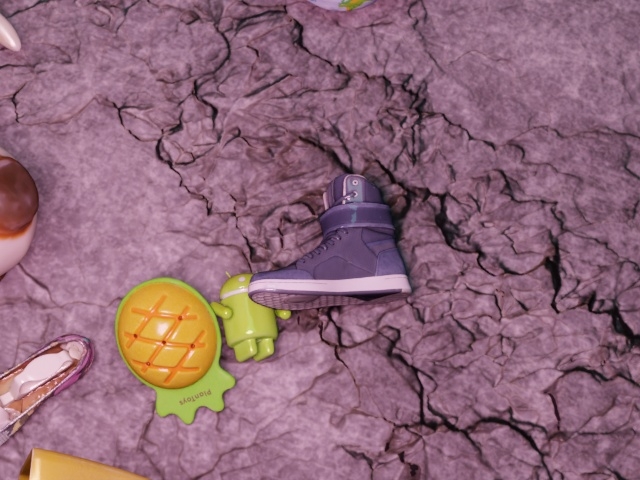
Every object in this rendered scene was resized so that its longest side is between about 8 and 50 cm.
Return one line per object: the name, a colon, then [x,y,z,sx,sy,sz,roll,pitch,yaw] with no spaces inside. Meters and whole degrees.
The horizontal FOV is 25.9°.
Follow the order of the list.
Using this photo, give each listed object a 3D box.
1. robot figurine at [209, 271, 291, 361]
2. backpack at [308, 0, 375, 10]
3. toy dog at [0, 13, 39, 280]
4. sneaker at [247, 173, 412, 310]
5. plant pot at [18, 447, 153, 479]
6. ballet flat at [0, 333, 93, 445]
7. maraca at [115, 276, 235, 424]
robot figurine: [-0.091,0.093,1.748,0.101,0.067,0.115,1,69,-31]
backpack: [-0.008,-0.474,1.862,0.290,0.273,0.355,-37,90,-20]
toy dog: [-0.512,-0.114,1.718,0.395,0.284,0.408,-16,67,-46]
sneaker: [0.000,0.000,1.747,0.226,0.086,0.163,-2,76,-32]
plant pot: [-0.254,0.364,1.590,0.187,0.212,0.212,7,71,-14]
ballet flat: [-0.373,0.186,1.698,0.221,0.079,0.077,-38,78,-13]
maraca: [-0.180,0.135,1.718,0.127,0.099,0.185,-23,96,6]
